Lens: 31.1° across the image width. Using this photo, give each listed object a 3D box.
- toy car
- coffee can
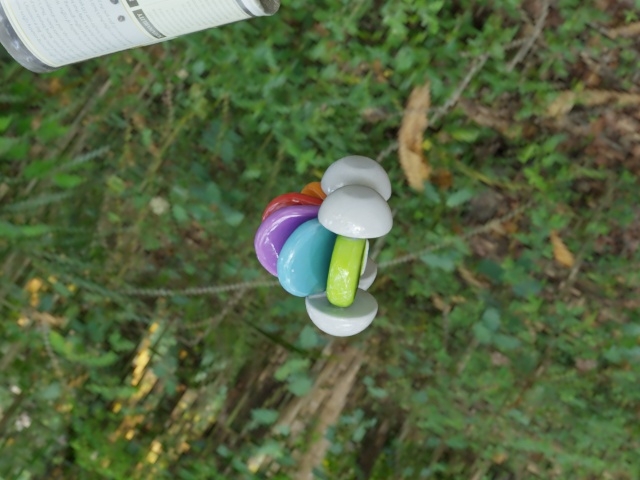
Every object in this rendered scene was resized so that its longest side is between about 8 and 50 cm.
[{"bbox_3d":[0.000,0.000,1.207,0.136,0.159,0.182,8,-153,-2],"label":"toy car"},{"bbox_3d":[-0.203,-0.307,1.232,0.275,0.201,0.201,-11,153,16],"label":"coffee can"}]
